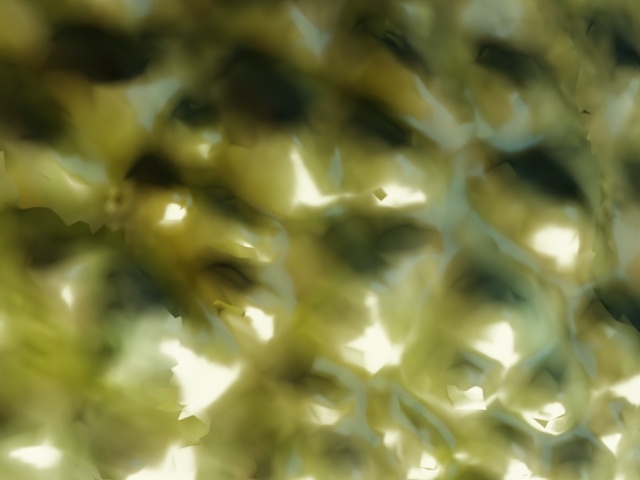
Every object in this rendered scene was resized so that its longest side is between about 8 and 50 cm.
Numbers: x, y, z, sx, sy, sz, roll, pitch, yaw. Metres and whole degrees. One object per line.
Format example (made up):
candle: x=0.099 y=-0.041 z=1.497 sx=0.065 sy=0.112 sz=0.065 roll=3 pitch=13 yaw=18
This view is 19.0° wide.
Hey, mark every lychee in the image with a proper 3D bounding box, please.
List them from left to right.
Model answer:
lychee: x=-0.026 y=-0.019 z=0.407 sx=0.255 sy=0.274 sz=0.255 roll=-32 pitch=151 yaw=-20
